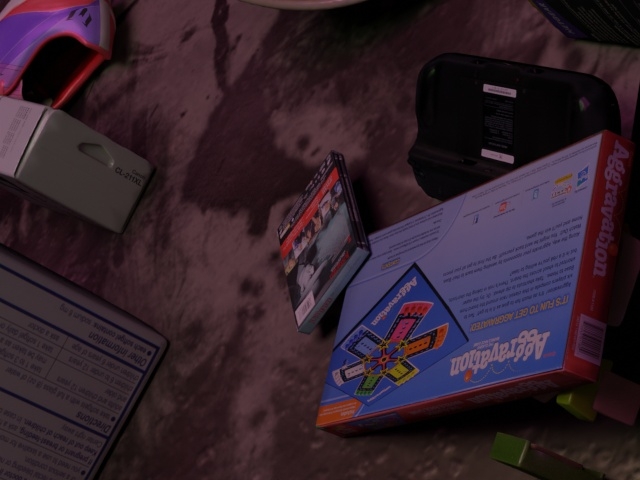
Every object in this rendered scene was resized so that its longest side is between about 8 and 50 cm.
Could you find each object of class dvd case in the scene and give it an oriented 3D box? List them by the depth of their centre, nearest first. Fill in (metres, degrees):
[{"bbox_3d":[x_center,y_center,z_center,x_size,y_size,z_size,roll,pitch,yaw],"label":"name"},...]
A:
[{"bbox_3d":[0.000,0.000,1.077,0.087,0.013,0.119,-55,28,29],"label":"dvd case"}]

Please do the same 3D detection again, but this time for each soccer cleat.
[{"bbox_3d":[-0.333,-0.147,1.487,0.318,0.108,0.116,-37,47,20],"label":"soccer cleat"}]

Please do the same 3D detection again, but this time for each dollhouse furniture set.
[{"bbox_3d":[0.155,0.068,0.844,0.076,0.058,0.152,2,70,63],"label":"dollhouse furniture set"}]

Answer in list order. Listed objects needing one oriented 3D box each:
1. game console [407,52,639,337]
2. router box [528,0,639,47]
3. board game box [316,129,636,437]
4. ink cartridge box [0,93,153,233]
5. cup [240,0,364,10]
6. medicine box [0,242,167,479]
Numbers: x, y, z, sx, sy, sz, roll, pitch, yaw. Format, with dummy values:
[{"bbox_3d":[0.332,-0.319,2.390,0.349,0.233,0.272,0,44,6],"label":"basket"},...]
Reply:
[{"bbox_3d":[0.168,-0.064,0.892,0.361,0.044,0.213,21,106,56],"label":"game console"},{"bbox_3d":[0.290,-0.265,0.922,0.243,0.081,0.309,20,80,50],"label":"router box"},{"bbox_3d":[0.087,0.037,0.906,0.281,0.027,0.145,-24,47,59],"label":"board game box"},{"bbox_3d":[-0.257,-0.076,1.335,0.175,0.127,0.072,17,79,51],"label":"ink cartridge box"},{"bbox_3d":[-0.006,-0.380,1.170,0.331,0.331,0.237,-37,17,24],"label":"cup"},{"bbox_3d":[-0.316,0.133,1.148,0.149,0.263,0.289,23,82,52],"label":"medicine box"}]
